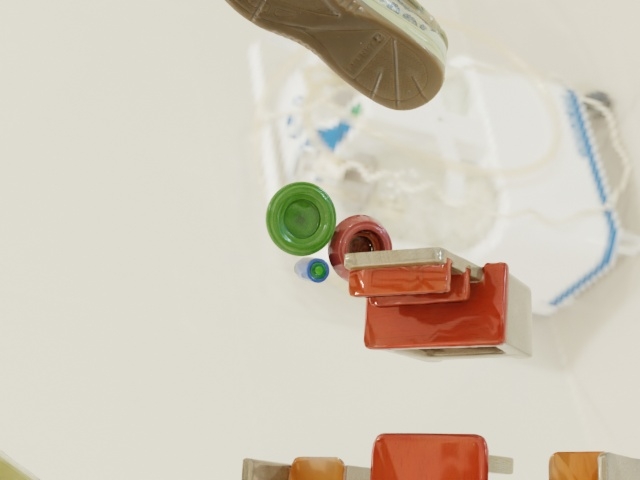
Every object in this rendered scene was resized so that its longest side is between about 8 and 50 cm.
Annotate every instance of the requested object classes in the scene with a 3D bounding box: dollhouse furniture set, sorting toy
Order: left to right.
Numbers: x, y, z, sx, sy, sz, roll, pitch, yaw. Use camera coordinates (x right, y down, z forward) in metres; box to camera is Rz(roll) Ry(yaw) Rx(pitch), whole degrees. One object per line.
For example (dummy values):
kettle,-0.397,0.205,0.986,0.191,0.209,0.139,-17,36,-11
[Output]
sorting toy,0.000,0.000,1.031,0.061,0.102,0.042,-65,19,-8
dollhouse furniture set,0.069,0.144,0.935,0.262,0.135,0.259,-5,76,30

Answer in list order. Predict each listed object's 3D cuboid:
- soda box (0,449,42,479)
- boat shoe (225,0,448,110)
soda box,-0.189,0.172,0.910,0.181,0.061,0.058,25,75,41
boat shoe,-0.004,-0.230,1.314,0.104,0.285,0.089,-37,21,36
